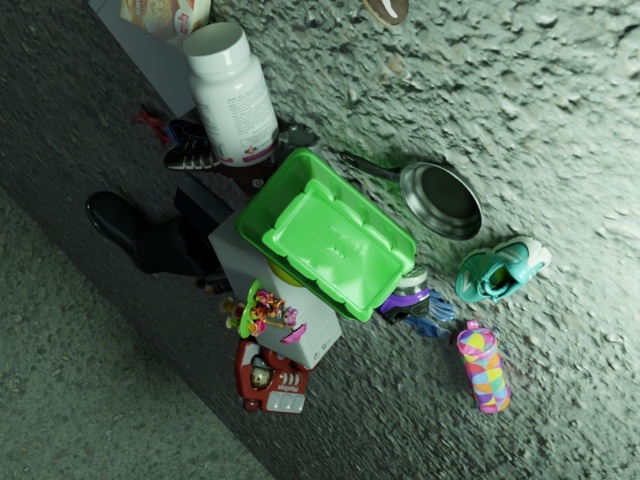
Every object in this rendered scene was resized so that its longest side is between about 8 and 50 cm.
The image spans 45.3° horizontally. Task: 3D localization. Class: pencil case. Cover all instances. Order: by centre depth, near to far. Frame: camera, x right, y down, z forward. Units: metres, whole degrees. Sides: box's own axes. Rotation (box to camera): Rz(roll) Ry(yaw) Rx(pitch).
[{"bbox_3d":[0.390,0.305,1.824,0.104,0.104,0.236,17,140,39],"label":"pencil case"}]

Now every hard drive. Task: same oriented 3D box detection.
[{"bbox_3d":[-0.397,-0.471,1.835,0.353,0.047,0.233,52,150,-15],"label":"hard drive"},{"bbox_3d":[-0.330,-0.071,2.273,0.254,0.054,0.172,42,151,4],"label":"hard drive"}]

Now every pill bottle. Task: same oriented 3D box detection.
[{"bbox_3d":[-0.193,-0.315,1.667,0.160,0.160,0.283,23,145,33],"label":"pill bottle"}]

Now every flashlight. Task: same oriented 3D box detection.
[{"bbox_3d":[-0.050,-0.137,1.800,0.103,0.103,0.304,39,147,18],"label":"flashlight"}]

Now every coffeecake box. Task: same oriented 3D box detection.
[{"bbox_3d":[-0.331,-0.509,1.636,0.185,0.068,0.142,30,139,9],"label":"coffeecake box"}]

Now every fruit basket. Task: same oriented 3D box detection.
[{"bbox_3d":[0.000,0.000,1.722,0.392,0.283,0.392,40,-176,-3],"label":"fruit basket"}]

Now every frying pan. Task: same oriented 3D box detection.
[{"bbox_3d":[0.199,-0.095,1.577,0.326,0.053,0.197,16,141,43],"label":"frying pan"}]

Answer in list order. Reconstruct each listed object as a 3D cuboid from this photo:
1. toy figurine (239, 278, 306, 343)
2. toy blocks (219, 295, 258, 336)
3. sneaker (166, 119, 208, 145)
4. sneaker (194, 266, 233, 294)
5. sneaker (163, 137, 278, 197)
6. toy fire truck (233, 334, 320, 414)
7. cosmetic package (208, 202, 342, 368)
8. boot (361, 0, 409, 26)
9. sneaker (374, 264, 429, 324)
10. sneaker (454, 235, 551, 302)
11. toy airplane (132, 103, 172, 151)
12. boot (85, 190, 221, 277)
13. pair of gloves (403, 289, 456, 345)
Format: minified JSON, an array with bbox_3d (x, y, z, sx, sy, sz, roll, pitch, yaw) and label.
[{"bbox_3d":[-0.111,0.199,1.999,0.159,0.130,0.173,17,119,15],"label":"toy figurine"},{"bbox_3d":[-0.211,0.233,2.190,0.148,0.054,0.123,24,145,34],"label":"toy blocks"},{"bbox_3d":[-0.286,-0.263,1.936,0.232,0.081,0.090,26,143,9],"label":"sneaker"},{"bbox_3d":[-0.301,0.136,2.459,0.271,0.108,0.100,5,131,47],"label":"sneaker"},{"bbox_3d":[-0.231,-0.165,1.862,0.281,0.106,0.163,-7,130,14],"label":"sneaker"},{"bbox_3d":[-0.150,0.427,2.448,0.302,0.254,0.169,16,174,-43],"label":"toy fire truck"},{"bbox_3d":[-0.119,0.133,2.164,0.230,0.161,0.453,20,144,36],"label":"cosmetic package"},{"bbox_3d":[0.140,-0.438,1.153,0.206,0.090,0.249,16,138,44],"label":"boot"},{"bbox_3d":[0.147,0.136,1.859,0.293,0.102,0.146,4,116,50],"label":"sneaker"},{"bbox_3d":[0.346,0.072,1.552,0.107,0.110,0.275,44,152,-1],"label":"sneaker"},{"bbox_3d":[-0.461,-0.317,2.140,0.151,0.028,0.151,33,151,21],"label":"toy airplane"},{"bbox_3d":[-0.551,-0.030,2.510,0.367,0.146,0.445,48,155,-25],"label":"boot"},{"bbox_3d":[0.264,0.181,1.892,0.159,0.023,0.198,27,146,31],"label":"pair of gloves"}]
